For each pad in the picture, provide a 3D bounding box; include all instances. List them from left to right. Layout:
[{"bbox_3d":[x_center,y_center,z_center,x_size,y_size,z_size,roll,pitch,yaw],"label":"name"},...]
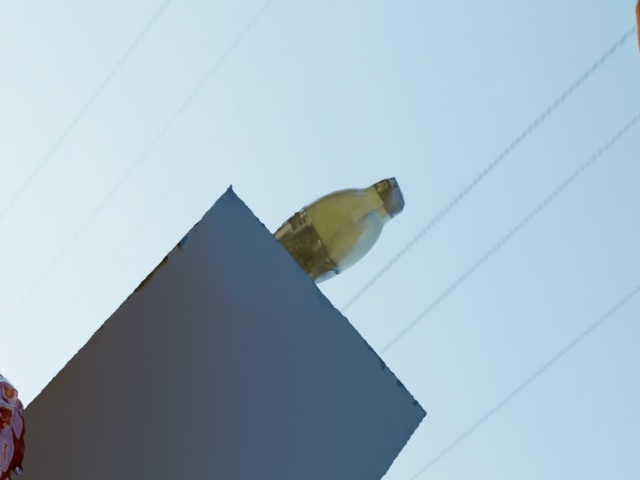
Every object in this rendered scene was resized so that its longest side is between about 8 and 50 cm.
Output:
[{"bbox_3d":[-0.089,0.168,0.788,0.247,0.367,0.007,51,-33,-18],"label":"pad"}]

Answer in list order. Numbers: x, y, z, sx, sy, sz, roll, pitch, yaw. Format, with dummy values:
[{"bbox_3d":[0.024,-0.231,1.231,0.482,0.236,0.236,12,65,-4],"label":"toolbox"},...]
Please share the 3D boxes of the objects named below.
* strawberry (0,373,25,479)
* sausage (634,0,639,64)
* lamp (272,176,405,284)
[{"bbox_3d":[-0.219,0.099,0.574,0.145,0.145,0.086,18,-56,37],"label":"strawberry"},{"bbox_3d":[0.423,-0.217,1.396,0.076,0.076,0.197,-13,-110,35],"label":"sausage"},{"bbox_3d":[0.000,0.000,1.485,0.250,0.101,0.101,-31,-114,10],"label":"lamp"}]
